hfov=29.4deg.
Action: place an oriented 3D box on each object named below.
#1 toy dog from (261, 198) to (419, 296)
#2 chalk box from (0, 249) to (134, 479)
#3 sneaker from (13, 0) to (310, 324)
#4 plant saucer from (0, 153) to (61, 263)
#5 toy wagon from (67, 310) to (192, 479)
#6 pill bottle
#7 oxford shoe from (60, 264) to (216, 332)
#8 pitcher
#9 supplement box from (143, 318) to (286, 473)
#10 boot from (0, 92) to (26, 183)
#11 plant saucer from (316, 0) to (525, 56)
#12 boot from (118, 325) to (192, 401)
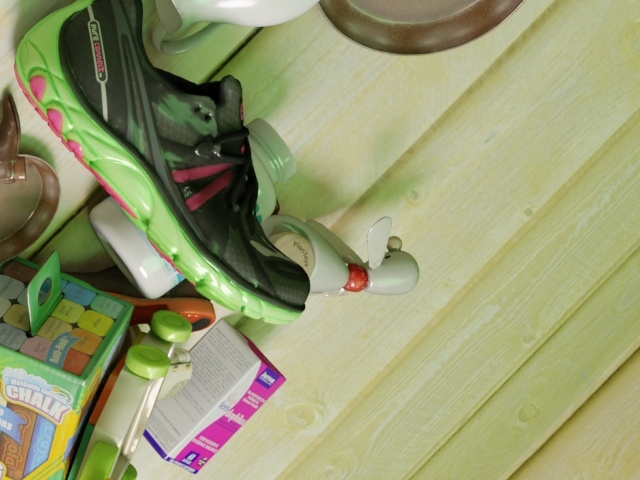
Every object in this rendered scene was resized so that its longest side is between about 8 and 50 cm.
[{"bbox_3d":[0.000,0.000,1.856,0.334,0.220,0.161,8,82,-57],"label":"toy dog"},{"bbox_3d":[-0.355,0.151,1.525,0.180,0.179,0.289,-66,178,-57],"label":"chalk box"},{"bbox_3d":[-0.139,-0.084,1.420,0.202,0.185,0.483,-42,121,-7],"label":"sneaker"},{"bbox_3d":[-0.392,-0.041,1.466,0.168,0.029,0.168,-29,145,-23],"label":"plant saucer"},{"bbox_3d":[-0.262,0.249,1.585,0.344,0.068,0.267,-66,178,-71],"label":"toy wagon"},{"bbox_3d":[-0.161,-0.052,1.610,0.264,0.146,0.146,-36,147,-15],"label":"pill bottle"},{"bbox_3d":[-0.275,0.066,1.686,0.271,0.098,0.097,11,147,-37],"label":"oxford shoe"},{"bbox_3d":[-0.101,-0.296,1.449,0.207,0.125,0.178,-19,161,-20],"label":"pitcher"},{"bbox_3d":[-0.181,0.252,1.965,0.220,0.114,0.111,-47,147,-1],"label":"supplement box"},{"bbox_3d":[-0.395,-0.110,1.376,0.114,0.106,0.037,-6,178,-12],"label":"boot"},{"bbox_3d":[0.137,-0.372,1.583,0.311,0.050,0.310,-6,141,-5],"label":"plant saucer"},{"bbox_3d":[-0.264,0.181,1.822,0.165,0.077,0.213,-14,142,-39],"label":"boot"}]
